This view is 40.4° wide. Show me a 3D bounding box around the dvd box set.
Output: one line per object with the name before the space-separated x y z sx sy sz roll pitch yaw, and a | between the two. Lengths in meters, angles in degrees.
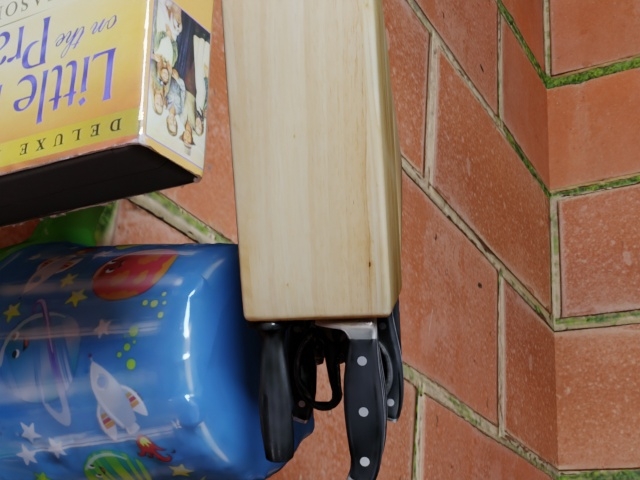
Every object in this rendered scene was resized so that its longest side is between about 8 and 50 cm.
dvd box set | -0.199 -0.212 0.555 0.062 0.308 0.420 29 56 -55

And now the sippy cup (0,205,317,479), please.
sippy cup | -0.131 0.099 0.651 0.240 0.224 0.305 -43 118 -55

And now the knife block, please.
knife block | 0.000 0.000 0.517 0.275 0.088 0.242 76 14 -51
